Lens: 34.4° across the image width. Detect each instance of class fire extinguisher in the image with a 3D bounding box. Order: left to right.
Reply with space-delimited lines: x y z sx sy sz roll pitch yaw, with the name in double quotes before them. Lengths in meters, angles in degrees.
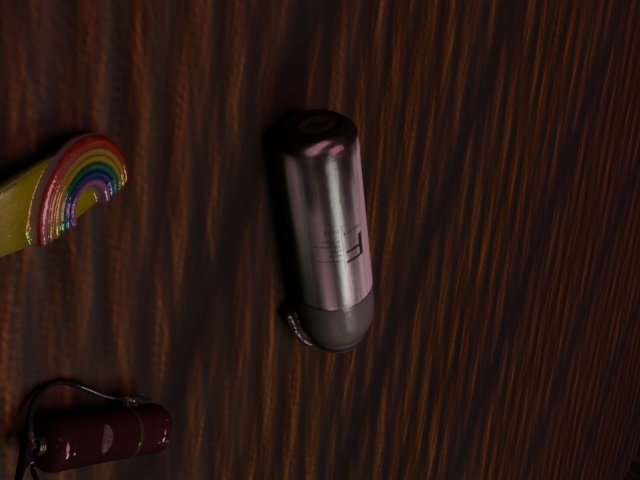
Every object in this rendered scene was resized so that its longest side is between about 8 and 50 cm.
"fire extinguisher" -0.181 0.146 0.804 0.157 0.045 0.078 5 73 -59

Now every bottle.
"bottle" 0.000 0.000 0.991 0.096 0.079 0.254 -16 128 -11

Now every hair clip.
"hair clip" -0.194 -0.027 0.692 0.188 0.033 0.060 -37 135 -46
